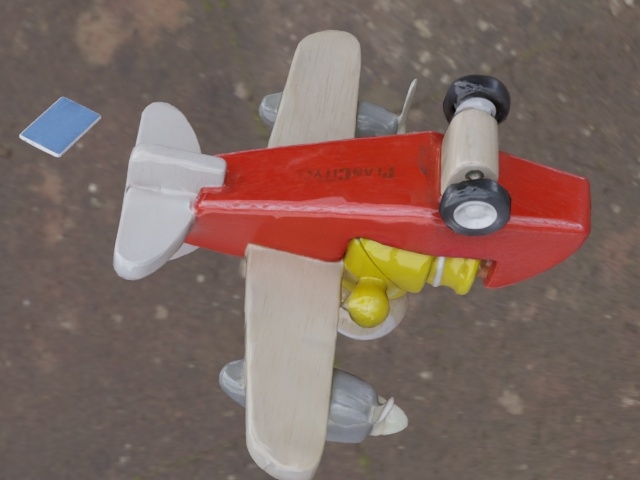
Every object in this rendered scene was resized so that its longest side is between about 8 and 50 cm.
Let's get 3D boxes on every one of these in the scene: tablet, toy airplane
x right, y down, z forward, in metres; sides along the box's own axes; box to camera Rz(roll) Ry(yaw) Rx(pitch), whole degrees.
[{"bbox_3d":[-0.284,-0.124,1.717,0.054,0.083,0.006,27,136,13],"label":"tablet"},{"bbox_3d":[0.000,0.000,1.428,0.386,0.272,0.384,-39,54,-18],"label":"toy airplane"}]
